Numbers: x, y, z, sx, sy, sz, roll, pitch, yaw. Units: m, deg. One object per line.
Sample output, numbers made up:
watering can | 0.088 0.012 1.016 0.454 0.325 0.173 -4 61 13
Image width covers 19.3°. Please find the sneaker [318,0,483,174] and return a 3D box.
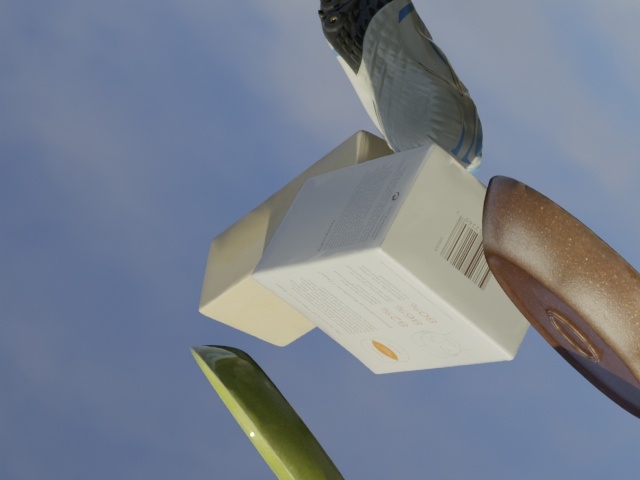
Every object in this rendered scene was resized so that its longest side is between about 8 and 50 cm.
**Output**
sneaker | 0.065 -0.144 1.556 0.086 0.085 0.237 50 -166 -58

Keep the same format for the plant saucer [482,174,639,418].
plant saucer | 0.157 0.045 1.091 0.198 0.036 0.198 46 174 6

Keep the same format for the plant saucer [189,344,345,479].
plant saucer | -0.023 0.175 1.550 0.241 0.037 0.241 53 173 9

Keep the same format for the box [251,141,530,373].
box | 0.058 0.017 1.303 0.130 0.170 0.091 39 -114 -22

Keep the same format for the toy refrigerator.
toy refrigerator | 0.000 0.000 1.772 0.102 0.269 0.094 24 -124 -24
